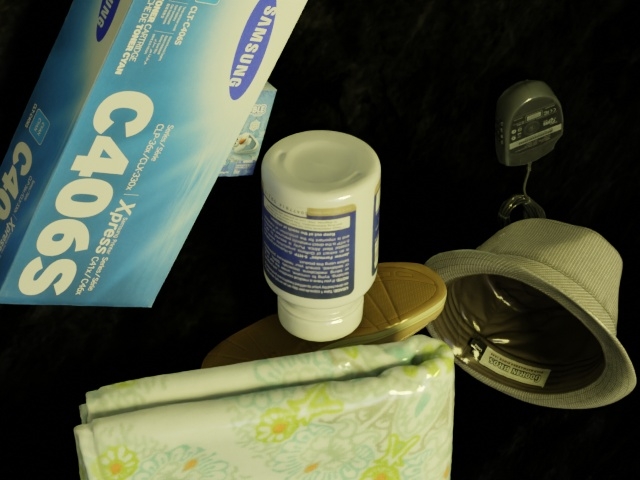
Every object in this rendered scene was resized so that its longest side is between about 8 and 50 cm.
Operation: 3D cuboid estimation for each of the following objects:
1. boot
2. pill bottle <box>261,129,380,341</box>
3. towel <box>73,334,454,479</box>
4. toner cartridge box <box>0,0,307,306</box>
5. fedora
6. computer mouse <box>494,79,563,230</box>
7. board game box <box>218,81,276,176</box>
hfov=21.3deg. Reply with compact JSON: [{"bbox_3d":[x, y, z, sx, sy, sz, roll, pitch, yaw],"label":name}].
[{"bbox_3d":[0.021,0.147,1.761,0.262,0.095,0.203,-27,134,-11],"label":"boot"},{"bbox_3d":[0.000,0.000,1.621,0.112,0.112,0.186,-21,133,-26],"label":"pill bottle"},{"bbox_3d":[-0.052,0.250,1.699,0.375,0.090,0.320,-9,135,-8],"label":"towel"},{"bbox_3d":[-0.154,-0.099,1.415,0.165,0.075,0.347,2,127,-41],"label":"toner cartridge box"},{"bbox_3d":[0.232,0.061,1.785,0.124,0.244,0.275,-55,-174,-28],"label":"fedora"},{"bbox_3d":[0.213,-0.082,1.794,0.071,0.041,0.242,-20,140,-14],"label":"computer mouse"},{"bbox_3d":[-0.091,-0.100,1.537,0.090,0.020,0.090,-5,123,-36],"label":"board game box"}]
